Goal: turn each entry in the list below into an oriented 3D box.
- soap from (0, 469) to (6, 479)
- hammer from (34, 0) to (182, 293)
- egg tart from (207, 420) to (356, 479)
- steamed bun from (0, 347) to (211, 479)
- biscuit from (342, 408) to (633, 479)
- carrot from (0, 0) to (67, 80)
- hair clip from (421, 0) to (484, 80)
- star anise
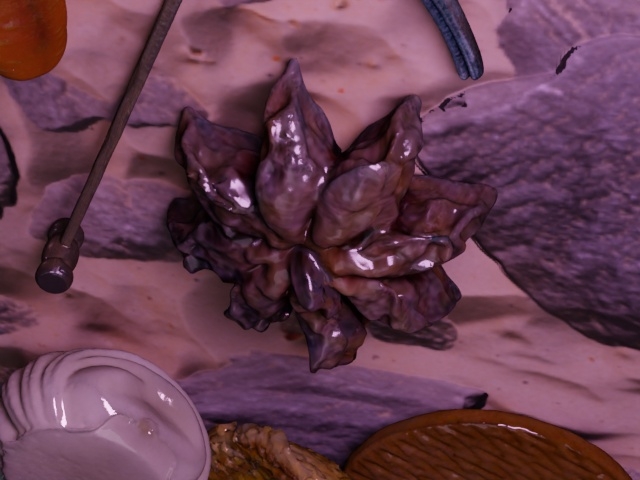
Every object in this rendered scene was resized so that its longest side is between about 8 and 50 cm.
[{"bbox_3d":[-0.352,0.205,1.432,0.198,0.063,0.114,-1,134,13],"label":"soap"},{"bbox_3d":[-0.141,-0.075,1.117,0.029,0.058,0.292,19,132,-14],"label":"hammer"},{"bbox_3d":[-0.014,0.243,1.337,0.232,0.098,0.252,48,147,22],"label":"egg tart"},{"bbox_3d":[-0.176,0.154,1.312,0.183,0.106,0.183,10,138,9],"label":"steamed bun"},{"bbox_3d":[0.143,0.223,1.356,0.262,0.037,0.262,6,136,6],"label":"biscuit"},{"bbox_3d":[-0.200,-0.189,0.996,0.067,0.067,0.225,3,133,11],"label":"carrot"},{"bbox_3d":[0.036,-0.174,0.975,0.070,0.039,0.229,-28,124,33],"label":"hair clip"},{"bbox_3d":[0.001,0.001,1.118,0.223,0.109,0.236,-25,123,28],"label":"star anise"}]
